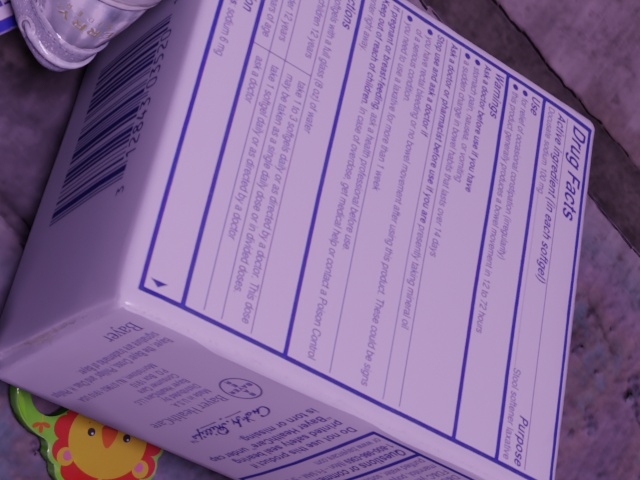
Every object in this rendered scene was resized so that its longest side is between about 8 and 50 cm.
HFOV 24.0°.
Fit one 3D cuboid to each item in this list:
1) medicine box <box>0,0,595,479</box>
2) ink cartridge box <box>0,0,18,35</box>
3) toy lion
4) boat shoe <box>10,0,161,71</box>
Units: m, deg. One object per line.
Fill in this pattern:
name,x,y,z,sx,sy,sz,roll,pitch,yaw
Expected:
medicine box,0.000,0.000,0.870,0.289,0.149,0.263,29,56,-27
ink cartridge box,-0.313,-0.244,0.783,0.175,0.069,0.371,-32,97,-33
toy lion,-0.133,0.099,0.866,0.100,0.034,0.096,23,78,-28
boat shoe,-0.160,-0.249,0.843,0.118,0.103,0.320,2,59,-46
